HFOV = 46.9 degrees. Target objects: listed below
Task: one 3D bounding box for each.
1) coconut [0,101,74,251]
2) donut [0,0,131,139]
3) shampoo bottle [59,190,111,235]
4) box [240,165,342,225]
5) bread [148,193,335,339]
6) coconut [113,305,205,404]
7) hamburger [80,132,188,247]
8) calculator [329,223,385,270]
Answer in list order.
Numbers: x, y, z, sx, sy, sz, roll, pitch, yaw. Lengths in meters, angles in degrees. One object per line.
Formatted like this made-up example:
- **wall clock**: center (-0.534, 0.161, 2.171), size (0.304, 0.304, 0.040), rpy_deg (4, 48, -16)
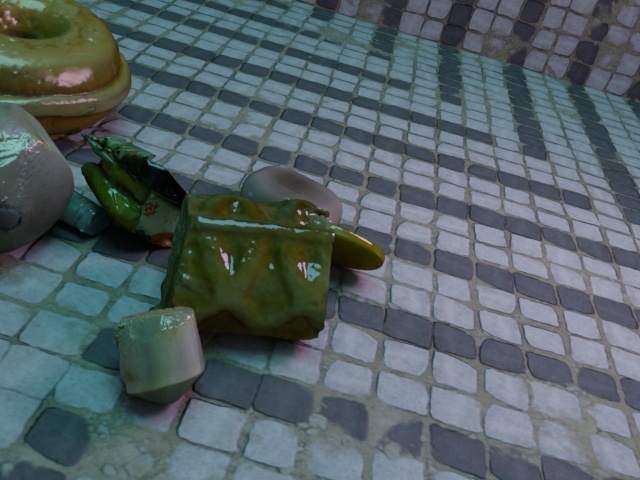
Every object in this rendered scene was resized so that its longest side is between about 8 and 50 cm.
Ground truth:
- **coconut**: center (-0.500, -0.096, 1.128), size (0.241, 0.241, 0.241), rpy_deg (12, 31, -7)
- **donut**: center (-0.608, -0.363, 1.488), size (0.449, 0.198, 0.449), rpy_deg (15, 36, -11)
- **shampoo bottle**: center (-0.456, -0.077, 1.269), size (0.212, 0.049, 0.072), rpy_deg (28, 31, 18)
- **box**: center (-0.056, -0.072, 1.414), size (0.200, 0.088, 0.146), rpy_deg (30, 35, 19)
- **bread**: center (-0.113, 0.037, 1.123), size (0.252, 0.239, 0.196), rpy_deg (13, -10, -12)
- **coconut**: center (-0.208, 0.153, 0.960), size (0.116, 0.122, 0.116), rpy_deg (-10, 2, 0)
- **hamburger**: center (-0.322, -0.098, 1.244), size (0.214, 0.125, 0.235), rpy_deg (34, 1, 32)
- **calculator**: center (0.000, 0.000, 1.293), size (0.235, 0.146, 0.032), rpy_deg (18, 70, 2)
